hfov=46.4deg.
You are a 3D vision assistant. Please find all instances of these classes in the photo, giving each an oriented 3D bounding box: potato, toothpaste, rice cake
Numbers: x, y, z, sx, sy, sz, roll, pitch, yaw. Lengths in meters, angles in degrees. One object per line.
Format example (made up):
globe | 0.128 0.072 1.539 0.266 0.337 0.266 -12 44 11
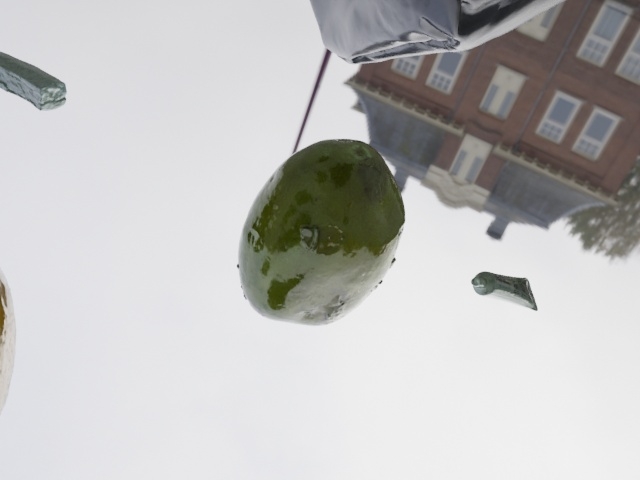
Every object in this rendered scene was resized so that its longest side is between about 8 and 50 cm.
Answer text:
potato | 0.000 0.000 0.883 0.186 0.253 0.148 14 -146 -4
toothpaste | 0.312 0.081 1.256 0.218 0.041 0.064 14 -124 -50
rice cake | -0.426 -0.226 0.979 0.245 0.042 0.045 24 -143 26

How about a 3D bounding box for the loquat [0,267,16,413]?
loquat | -0.318 0.081 0.486 0.244 0.244 0.244 15 -147 -10

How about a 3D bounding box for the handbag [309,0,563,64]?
handbag | 0.129 -0.268 0.554 0.302 0.178 0.275 -31 -161 -12
